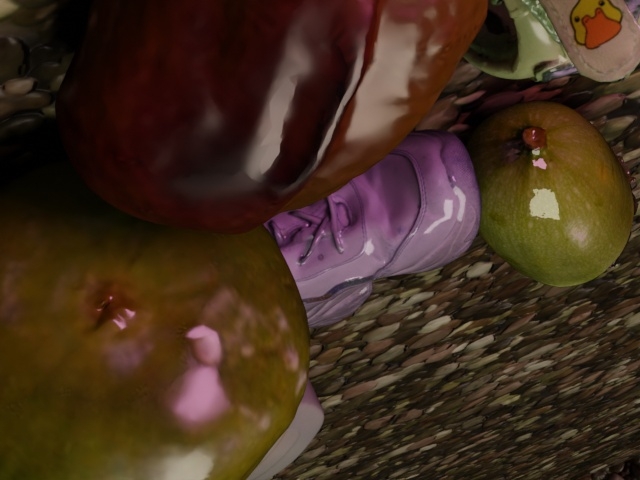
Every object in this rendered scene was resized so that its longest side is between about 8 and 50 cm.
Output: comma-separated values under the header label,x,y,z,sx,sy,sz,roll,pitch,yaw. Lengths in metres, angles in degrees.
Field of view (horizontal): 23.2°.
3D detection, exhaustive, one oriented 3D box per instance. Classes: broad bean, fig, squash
label,x,y,z,sx,sy,sz,roll,pitch,yaw
broad bean,-0.024,-0.095,0.738,0.228,0.156,0.122,-40,-162,23
fig,-0.141,0.082,0.922,0.233,0.233,0.314,-10,161,-35
squash,0.159,-0.038,1.107,0.123,0.123,0.187,-27,162,10

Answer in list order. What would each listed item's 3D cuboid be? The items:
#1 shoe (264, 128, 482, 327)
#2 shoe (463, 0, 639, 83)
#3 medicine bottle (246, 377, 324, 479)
label,x,y,z,sx,sy,sz,roll,pitch,yaw
shoe,0.000,0.000,1.058,0.137,0.095,0.245,-11,164,-40
shoe,0.140,-0.150,0.742,0.128,0.140,0.262,-29,169,-17
medicine bottle,-0.153,0.145,1.227,0.179,0.124,0.324,-33,161,30
